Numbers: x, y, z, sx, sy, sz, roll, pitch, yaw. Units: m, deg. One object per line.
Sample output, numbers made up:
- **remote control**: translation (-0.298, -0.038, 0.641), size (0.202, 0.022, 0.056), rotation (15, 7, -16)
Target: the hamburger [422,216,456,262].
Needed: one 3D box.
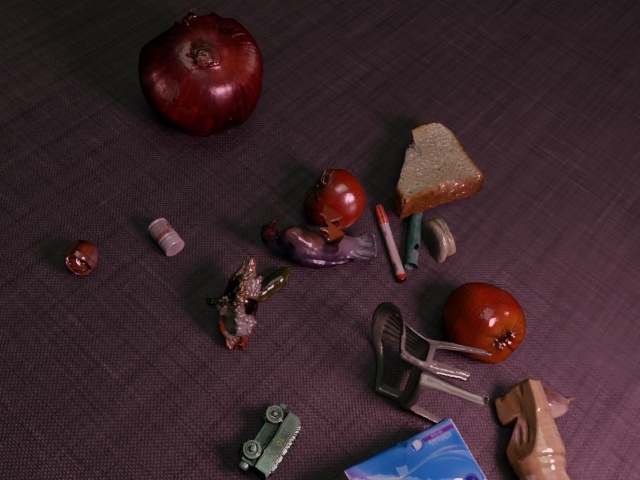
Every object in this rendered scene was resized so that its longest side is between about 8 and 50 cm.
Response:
- **hamburger**: translation (0.316, -0.012, 1.803), size (0.054, 0.084, 0.121), rotation (-19, 61, -18)

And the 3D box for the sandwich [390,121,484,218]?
- **sandwich**: translation (0.282, -0.201, 1.886), size (0.289, 0.099, 0.254), rotation (-20, 62, -23)

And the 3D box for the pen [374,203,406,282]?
- **pen**: translation (0.186, 0.006, 1.804), size (0.028, 0.028, 0.239), rotation (-7, 60, -13)

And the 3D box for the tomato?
- **tomato**: translation (0.044, -0.108, 1.788), size (0.167, 0.167, 0.167), rotation (4, 57, -7)

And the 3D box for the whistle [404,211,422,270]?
- **whistle**: translation (0.252, -0.006, 1.818), size (0.039, 0.039, 0.186), rotation (12, 56, -2)

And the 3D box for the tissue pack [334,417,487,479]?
- **tissue pack**: translation (0.194, 0.521, 1.409), size (0.264, 0.146, 0.198), rotation (-19, 64, -20)

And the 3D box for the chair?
- **chair**: translation (0.232, 0.281, 1.540), size (0.275, 0.203, 0.190), rotation (22, 52, -1)

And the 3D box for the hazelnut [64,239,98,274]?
- **hazelnut**: translation (-0.579, 0.041, 1.634), size (0.087, 0.086, 0.086), rotation (4, 57, -7)

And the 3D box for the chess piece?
- **chess piece**: translation (0.480, 0.464, 1.501), size (0.137, 0.137, 0.300), rotation (-1, 59, -10)

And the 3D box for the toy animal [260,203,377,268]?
- **toy animal**: translation (0.000, 0.000, 1.696), size (0.298, 0.185, 0.122), rotation (13, 52, -31)

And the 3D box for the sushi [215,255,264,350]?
- **sushi**: translation (-0.191, 0.143, 1.582), size (0.097, 0.103, 0.225), rotation (13, 74, -19)

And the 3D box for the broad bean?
- **broad bean**: translation (-0.170, 0.124, 1.664), size (0.227, 0.039, 0.069), rotation (-17, 65, -16)

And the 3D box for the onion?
- **onion**: translation (-0.325, -0.438, 1.852), size (0.342, 0.341, 0.341), rotation (4, 57, -7)

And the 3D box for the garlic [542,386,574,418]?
- **garlic**: translation (0.537, 0.384, 1.597), size (0.152, 0.066, 0.084), rotation (14, 55, 2)

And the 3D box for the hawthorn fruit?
- **hawthorn fruit**: translation (0.382, 0.183, 1.645), size (0.197, 0.196, 0.225), rotation (-18, 38, -19)

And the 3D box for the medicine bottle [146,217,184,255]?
- **medicine bottle**: translation (-0.391, -0.009, 1.704), size (0.057, 0.057, 0.089), rotation (-32, 69, -25)

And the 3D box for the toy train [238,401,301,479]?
- **toy train**: translation (-0.108, 0.436, 1.463), size (0.099, 0.070, 0.172), rotation (34, 58, 4)
